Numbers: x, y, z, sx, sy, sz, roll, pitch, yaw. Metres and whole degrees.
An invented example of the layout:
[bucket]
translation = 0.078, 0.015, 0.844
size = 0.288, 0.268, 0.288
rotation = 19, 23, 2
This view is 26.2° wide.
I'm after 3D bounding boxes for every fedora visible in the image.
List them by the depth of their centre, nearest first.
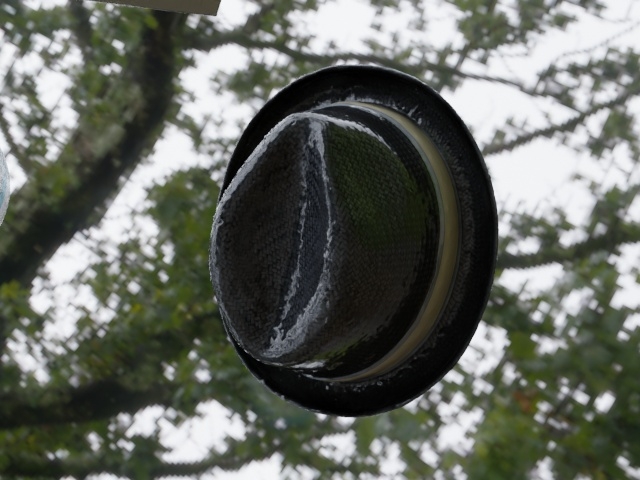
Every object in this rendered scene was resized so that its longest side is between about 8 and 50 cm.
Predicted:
[fedora]
translation = 0.000, 0.000, 1.254
size = 0.152, 0.334, 0.334
rotation = 0, -66, -63

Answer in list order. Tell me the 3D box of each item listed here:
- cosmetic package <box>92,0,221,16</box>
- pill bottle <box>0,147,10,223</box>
[cosmetic package]
translation = -0.169, -0.243, 0.987
size = 0.238, 0.107, 0.127
rotation = -2, -60, -44
[pill bottle]
translation = -0.323, -0.062, 1.050
size = 0.146, 0.146, 0.264
rotation = -46, -14, -15
